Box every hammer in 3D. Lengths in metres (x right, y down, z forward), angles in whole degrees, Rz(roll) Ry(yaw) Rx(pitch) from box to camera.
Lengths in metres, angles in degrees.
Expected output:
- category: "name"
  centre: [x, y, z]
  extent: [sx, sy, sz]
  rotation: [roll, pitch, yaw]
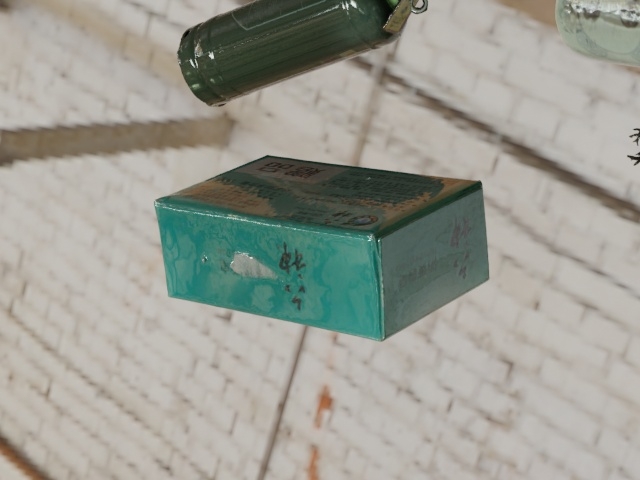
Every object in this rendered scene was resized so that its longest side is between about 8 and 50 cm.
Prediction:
- category: "hammer"
  centre: [0.312, -0.312, 1.507]
  extent: [0.113, 0.305, 0.202]
  rotation: [-18, -157, -39]

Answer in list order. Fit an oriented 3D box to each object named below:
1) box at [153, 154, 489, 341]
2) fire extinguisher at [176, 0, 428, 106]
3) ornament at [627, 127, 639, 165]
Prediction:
- category: "box"
  centre: [0.000, 0.000, 1.346]
  extent: [0.245, 0.092, 0.153]
  rotation: [11, -156, 40]
- category: "fire extinguisher"
  centre: [-0.008, -0.227, 1.688]
  extent: [0.311, 0.095, 0.114]
  rotation: [-16, 171, 31]
- category: "ornament"
  centre: [0.378, -0.109, 1.674]
  extent: [0.073, 0.125, 0.028]
  rotation: [60, 178, 5]
